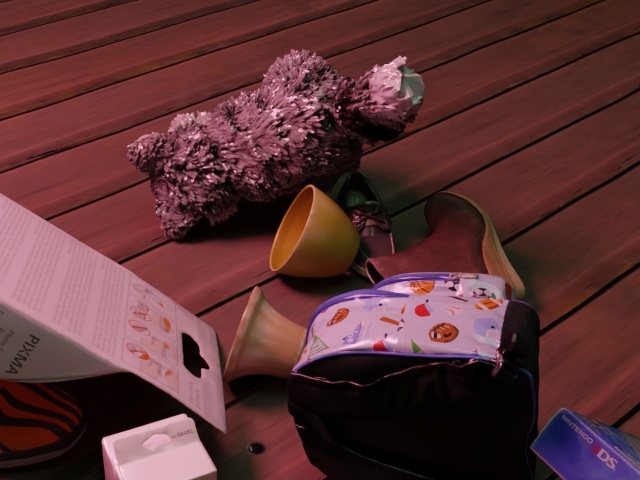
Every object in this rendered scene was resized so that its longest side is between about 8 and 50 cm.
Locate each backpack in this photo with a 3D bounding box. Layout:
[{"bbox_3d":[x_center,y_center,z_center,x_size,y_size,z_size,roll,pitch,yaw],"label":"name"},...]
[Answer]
[{"bbox_3d":[0.102,0.157,1.088,0.263,0.276,0.213,0,35,9],"label":"backpack"}]

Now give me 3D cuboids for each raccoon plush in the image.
[{"bbox_3d":[-0.091,-0.156,1.414,0.299,0.446,0.216,-25,84,-24],"label":"raccoon plush"}]

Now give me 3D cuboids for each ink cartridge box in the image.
[{"bbox_3d":[-0.293,0.089,1.150,0.385,0.091,0.308,34,9,-17],"label":"ink cartridge box"},{"bbox_3d":[-0.162,0.254,1.015,0.092,0.143,0.090,-15,38,-24],"label":"ink cartridge box"}]

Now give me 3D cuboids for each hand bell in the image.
[{"bbox_3d":[0.013,0.154,1.240,0.242,0.126,0.126,19,35,0],"label":"hand bell"}]

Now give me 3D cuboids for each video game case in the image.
[{"bbox_3d":[0.366,0.284,0.969,0.244,0.061,0.269,28,11,-46],"label":"video game case"}]

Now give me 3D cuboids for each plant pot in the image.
[{"bbox_3d":[0.000,0.000,1.431,0.095,0.134,0.134,24,31,-17],"label":"plant pot"}]

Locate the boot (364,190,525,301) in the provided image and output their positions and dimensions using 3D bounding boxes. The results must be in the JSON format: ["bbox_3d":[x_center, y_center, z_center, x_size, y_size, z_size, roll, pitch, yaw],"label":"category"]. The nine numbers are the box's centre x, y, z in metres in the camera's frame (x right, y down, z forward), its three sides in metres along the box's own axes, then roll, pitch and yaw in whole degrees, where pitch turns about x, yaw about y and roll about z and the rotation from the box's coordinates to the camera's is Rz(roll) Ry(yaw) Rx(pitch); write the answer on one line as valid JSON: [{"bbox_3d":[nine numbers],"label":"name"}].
[{"bbox_3d":[0.155,0.015,1.419,0.207,0.090,0.248,-4,41,-28],"label":"boot"}]

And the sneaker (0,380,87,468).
[{"bbox_3d":[-0.421,0.140,1.127,0.321,0.180,0.124,11,35,12],"label":"sneaker"}]

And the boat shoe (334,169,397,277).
[{"bbox_3d":[0.066,-0.029,1.507,0.080,0.073,0.223,-3,35,-10],"label":"boat shoe"}]
